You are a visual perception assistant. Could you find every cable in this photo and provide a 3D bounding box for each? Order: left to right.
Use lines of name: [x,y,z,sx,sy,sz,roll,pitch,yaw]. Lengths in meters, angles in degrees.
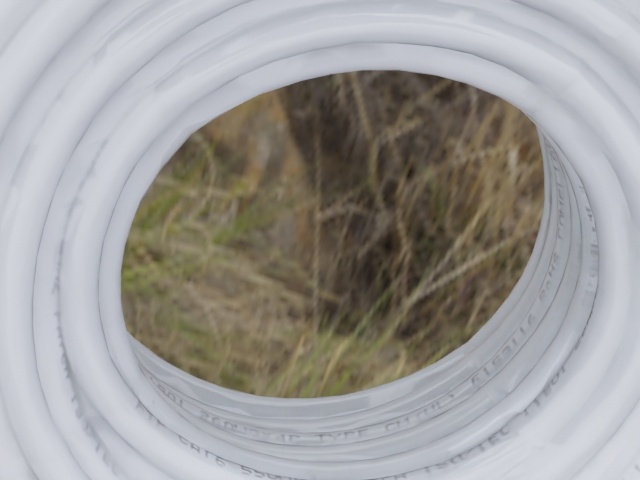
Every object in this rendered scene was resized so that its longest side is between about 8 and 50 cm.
cable: [0.000,0.000,0.426,0.257,0.257,0.089,-36,25,7]
